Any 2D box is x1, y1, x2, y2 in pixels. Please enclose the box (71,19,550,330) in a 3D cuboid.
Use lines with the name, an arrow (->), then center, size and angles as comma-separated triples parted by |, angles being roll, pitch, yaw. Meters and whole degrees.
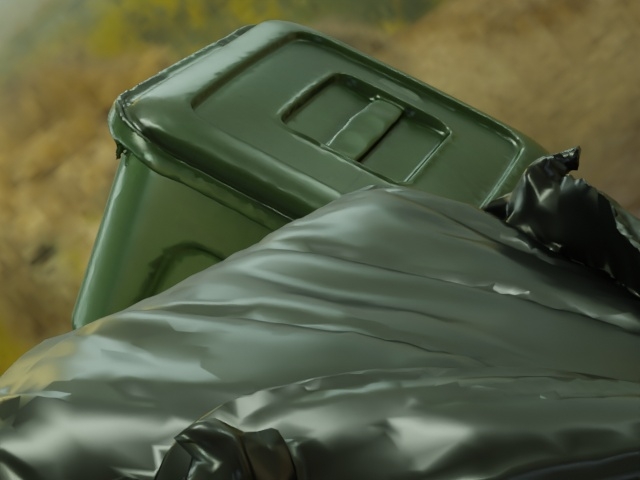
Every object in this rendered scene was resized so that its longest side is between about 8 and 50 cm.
box -> 0.000, 0.000, 1.222 | 0.178, 0.252, 0.329 | -67, -9, 23

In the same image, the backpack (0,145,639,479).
backpack -> 0.126, 0.131, 0.509 | 0.363, 0.445, 0.255 | -36, -35, -67
